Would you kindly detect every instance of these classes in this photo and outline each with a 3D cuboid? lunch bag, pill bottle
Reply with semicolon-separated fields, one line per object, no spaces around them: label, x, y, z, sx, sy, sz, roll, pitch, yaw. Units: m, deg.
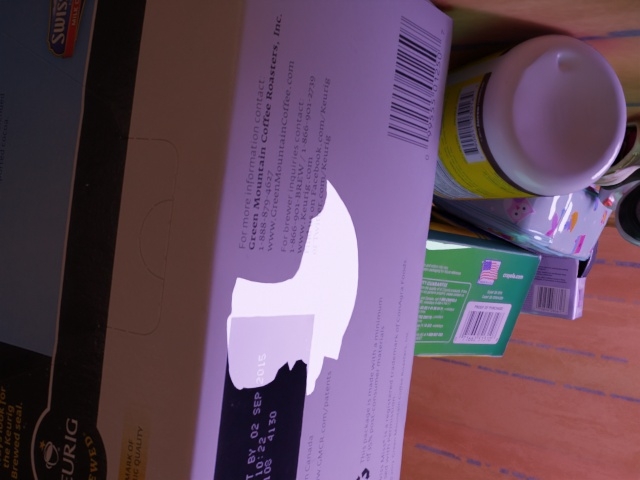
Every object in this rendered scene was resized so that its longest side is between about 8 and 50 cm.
lunch bag;0.271;-0.061;1.101;0.224;0.108;0.279;28;-170;34
pill bottle;0.141;-0.093;0.650;0.117;0.117;0.215;7;180;-18

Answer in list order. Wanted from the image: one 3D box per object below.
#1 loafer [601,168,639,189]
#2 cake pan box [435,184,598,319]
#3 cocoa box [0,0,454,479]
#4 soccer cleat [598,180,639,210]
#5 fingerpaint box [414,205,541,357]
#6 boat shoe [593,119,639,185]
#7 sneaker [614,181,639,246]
loafer;0.380;-0.099;0.910;0.050;0.056;0.148;-33;-171;-23
cake pan box;0.316;-0.006;1.289;0.266;0.246;0.070;5;-177;30
cocoa box;-0.080;-0.003;0.507;0.227;0.348;0.231;7;-179;34
soccer cleat;0.434;-0.089;0.962;0.068;0.076;0.196;37;145;-26
fingerpaint box;0.000;0.000;1.022;0.444;0.163;0.371;8;-164;-41
boat shoe;0.325;-0.102;0.865;0.059;0.063;0.170;9;170;-12
sneaker;0.406;-0.060;0.733;0.268;0.101;0.153;-14;164;28
